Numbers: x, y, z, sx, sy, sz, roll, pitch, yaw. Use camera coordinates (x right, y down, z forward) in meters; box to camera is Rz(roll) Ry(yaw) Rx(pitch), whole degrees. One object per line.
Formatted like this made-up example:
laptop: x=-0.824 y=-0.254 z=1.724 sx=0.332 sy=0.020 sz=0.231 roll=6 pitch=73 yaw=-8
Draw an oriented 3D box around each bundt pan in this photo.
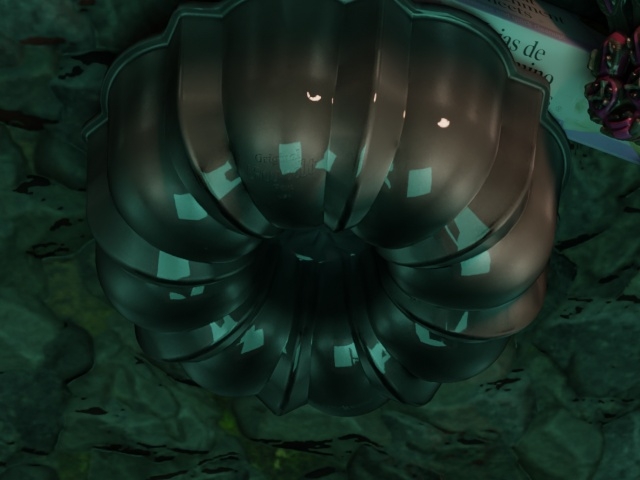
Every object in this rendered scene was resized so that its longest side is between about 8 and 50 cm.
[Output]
bundt pan: x=0.000 y=0.000 z=0.886 sx=0.330 sy=0.124 sz=0.331 roll=2 pitch=137 yaw=2

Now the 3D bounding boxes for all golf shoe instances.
golf shoe: x=0.213 y=-0.146 z=0.851 sx=0.086 sy=0.067 sz=0.186 roll=11 pitch=83 yaw=-35

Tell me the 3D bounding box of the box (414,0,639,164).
box: x=0.195 y=-0.098 z=0.911 sx=0.324 sy=0.067 sz=0.063 roll=19 pitch=120 yaw=-13
